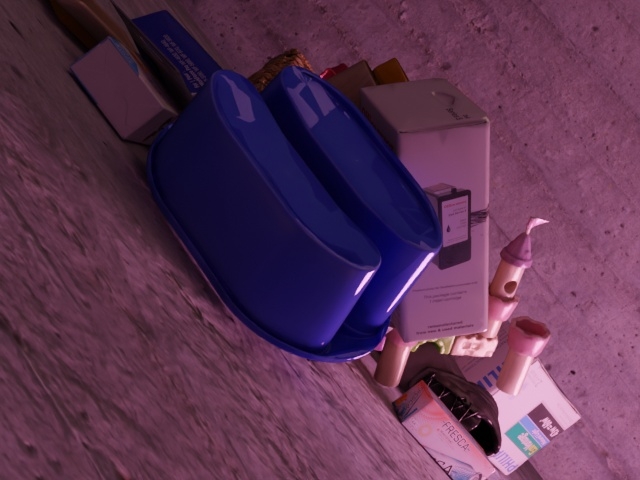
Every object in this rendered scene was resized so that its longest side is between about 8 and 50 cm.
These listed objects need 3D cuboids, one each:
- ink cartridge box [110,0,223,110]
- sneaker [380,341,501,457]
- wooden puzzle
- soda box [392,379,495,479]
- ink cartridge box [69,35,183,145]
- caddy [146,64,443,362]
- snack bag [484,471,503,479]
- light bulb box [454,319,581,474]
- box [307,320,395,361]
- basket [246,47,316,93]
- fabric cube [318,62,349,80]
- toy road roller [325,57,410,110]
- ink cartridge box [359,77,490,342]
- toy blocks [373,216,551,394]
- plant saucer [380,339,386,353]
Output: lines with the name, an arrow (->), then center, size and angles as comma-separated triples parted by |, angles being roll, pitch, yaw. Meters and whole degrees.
ink cartridge box -> -0.154, -0.175, 1.376 | 0.165, 0.065, 0.333 | 48, -11, 29
sneaker -> 0.220, 0.267, 1.826 | 0.286, 0.109, 0.130 | 38, 16, -22
wooden puzzle -> -0.318, -0.301, 1.464 | 0.221, 0.044, 0.239 | 46, 3, -47
soda box -> 0.188, 0.299, 1.616 | 0.183, 0.063, 0.058 | 49, 6, -25
ink cartridge box -> -0.220, -0.172, 1.266 | 0.104, 0.061, 0.181 | 53, 4, 1
caddy -> -0.035, -0.029, 1.147 | 0.241, 0.179, 0.341 | -13, 61, -49
snack bag -> 0.361, 0.503, 1.877 | 0.342, 0.037, 0.323 | 49, 3, 29
light bulb box -> 0.347, 0.272, 2.358 | 0.361, 0.225, 0.358 | 55, 5, 39
box -> -0.004, 0.057, 1.372 | 0.184, 0.103, 0.261 | 56, 6, 12
basket -> -0.074, -0.187, 2.103 | 0.299, 0.213, 0.223 | 53, 33, -15
fabric cube -> 0.008, -0.127, 1.826 | 0.254, 0.259, 0.258 | 52, 12, -6
toy road roller -> 0.088, -0.075, 1.489 | 0.241, 0.202, 0.329 | 67, 10, 26
ink cartridge box -> 0.126, -0.043, 1.312 | 0.198, 0.114, 0.273 | -118, -158, -64
toy blocks -> 0.199, 0.058, 1.732 | 0.288, 0.260, 0.309 | 6, 26, -20
plant saucer -> 0.165, 0.225, 2.041 | 0.311, 0.050, 0.310 | 51, 6, -7
